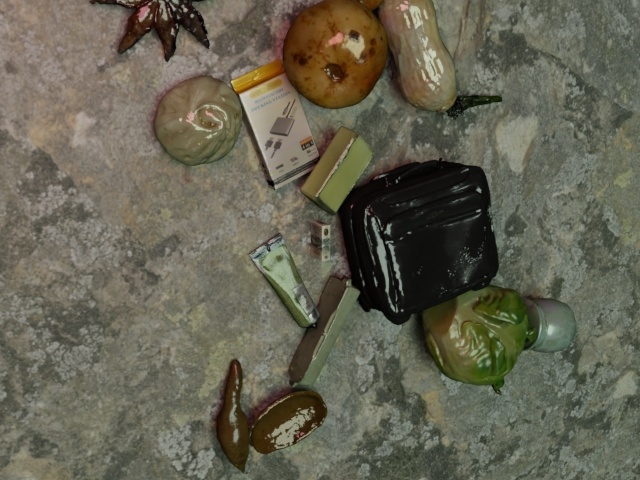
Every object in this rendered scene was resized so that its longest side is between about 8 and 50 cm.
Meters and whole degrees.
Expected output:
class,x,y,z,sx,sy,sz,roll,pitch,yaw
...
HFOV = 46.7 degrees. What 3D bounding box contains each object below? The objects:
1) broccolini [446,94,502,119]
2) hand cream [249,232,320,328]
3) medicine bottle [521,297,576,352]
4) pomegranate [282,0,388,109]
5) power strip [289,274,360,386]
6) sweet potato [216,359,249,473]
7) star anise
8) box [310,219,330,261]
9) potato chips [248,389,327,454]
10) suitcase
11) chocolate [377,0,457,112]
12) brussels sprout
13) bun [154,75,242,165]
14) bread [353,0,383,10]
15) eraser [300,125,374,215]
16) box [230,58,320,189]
class,x,y,z,sx,sy,sz,roll,pitch,yaw
broccolini,0.361,-0.320,1.764,0.201,0.074,0.058,-4,144,-39
hand cream,-0.069,0.102,1.666,0.086,0.055,0.235,-36,111,-17
medicine bottle,0.588,0.227,1.993,0.143,0.147,0.147,6,102,-26
pomegranate,0.032,-0.375,1.485,0.215,0.215,0.215,-8,109,-26
power strip,0.004,0.213,1.715,0.048,0.080,0.286,24,94,-33
sweet potato,-0.200,0.403,1.668,0.074,0.074,0.270,-6,98,-27
star anise,-0.280,-0.449,1.351,0.272,0.102,0.272,-10,113,-25
box,0.000,0.000,1.663,0.024,0.054,0.083,-10,110,-30
potato chips,-0.084,0.422,1.748,0.201,0.049,0.150,-34,121,-17
suitcase,0.229,-0.012,1.723,0.345,0.188,0.339,-19,108,-21
chocolate,0.210,-0.413,1.608,0.134,0.134,0.309,-34,118,-15
brussels sprout,0.399,0.234,1.854,0.294,0.227,0.260,26,77,-24
bun,-0.227,-0.227,1.445,0.183,0.102,0.183,-10,112,-26
bread,0.044,-0.538,1.496,0.187,0.103,0.065,41,83,-33
eraser,0.036,-0.150,1.612,0.172,0.058,0.117,-58,152,-2
box,-0.090,-0.241,1.554,0.129,0.033,0.247,-30,117,-18
